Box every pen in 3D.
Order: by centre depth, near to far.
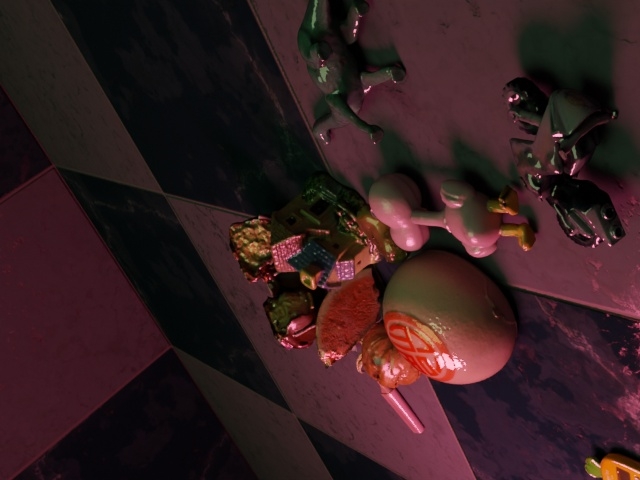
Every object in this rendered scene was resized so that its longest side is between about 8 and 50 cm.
[{"bbox_3d":[0.208,0.437,2.275,0.197,0.032,0.053,52,157,-11],"label":"pen"}]

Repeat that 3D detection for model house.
[{"bbox_3d":[0.000,0.000,1.813,0.214,0.189,0.195,38,156,26],"label":"model house"}]

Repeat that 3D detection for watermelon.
[{"bbox_3d":[0.052,0.174,1.946,0.128,0.231,0.146,45,170,3],"label":"watermelon"}]

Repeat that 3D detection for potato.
[{"bbox_3d":[0.131,-0.017,1.701,0.138,0.070,0.091,54,162,9],"label":"potato"}]

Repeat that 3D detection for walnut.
[{"bbox_3d":[0.170,0.261,1.950,0.155,0.155,0.184,37,148,27],"label":"walnut"}]

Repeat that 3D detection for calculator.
[{"bbox_3d":[0.615,0.475,1.629,0.235,0.032,0.146,23,144,43],"label":"calculator"}]

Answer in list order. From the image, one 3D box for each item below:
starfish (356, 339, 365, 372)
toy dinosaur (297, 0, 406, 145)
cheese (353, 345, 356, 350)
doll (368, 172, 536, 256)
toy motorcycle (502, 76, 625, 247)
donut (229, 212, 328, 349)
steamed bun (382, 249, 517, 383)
[{"bbox_3d":[0.130,0.266,2.140,0.223,0.050,0.217,24,141,24],"label":"starfish"},{"bbox_3d":[-0.007,-0.317,1.495,0.331,0.129,0.383,23,145,60],"label":"toy dinosaur"},{"bbox_3d":[0.056,0.263,2.287,0.120,0.026,0.067,30,149,38],"label":"cheese"},{"bbox_3d":[0.207,-0.043,1.508,0.365,0.094,0.160,11,138,54],"label":"doll"},{"bbox_3d":[0.346,-0.108,1.166,0.270,0.106,0.159,60,160,-12],"label":"toy motorcycle"},{"bbox_3d":[-0.076,0.104,2.053,0.259,0.136,0.345,29,-146,-64],"label":"donut"},{"bbox_3d":[0.234,0.167,1.658,0.283,0.177,0.283,38,154,23],"label":"steamed bun"}]
